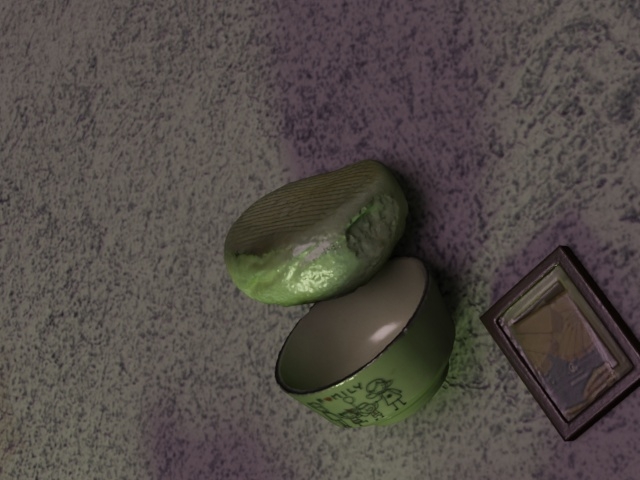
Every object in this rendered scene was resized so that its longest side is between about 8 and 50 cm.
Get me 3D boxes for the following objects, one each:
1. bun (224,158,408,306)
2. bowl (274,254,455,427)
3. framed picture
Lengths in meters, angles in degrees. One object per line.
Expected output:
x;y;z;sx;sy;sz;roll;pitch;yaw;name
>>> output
0.002;-0.001;1.935;0.221;0.221;0.108;-16;114;34;bun
0.064;0.127;1.887;0.211;0.211;0.112;-26;115;32;bowl
0.261;0.109;1.829;0.128;0.023;0.168;-45;64;25;framed picture
